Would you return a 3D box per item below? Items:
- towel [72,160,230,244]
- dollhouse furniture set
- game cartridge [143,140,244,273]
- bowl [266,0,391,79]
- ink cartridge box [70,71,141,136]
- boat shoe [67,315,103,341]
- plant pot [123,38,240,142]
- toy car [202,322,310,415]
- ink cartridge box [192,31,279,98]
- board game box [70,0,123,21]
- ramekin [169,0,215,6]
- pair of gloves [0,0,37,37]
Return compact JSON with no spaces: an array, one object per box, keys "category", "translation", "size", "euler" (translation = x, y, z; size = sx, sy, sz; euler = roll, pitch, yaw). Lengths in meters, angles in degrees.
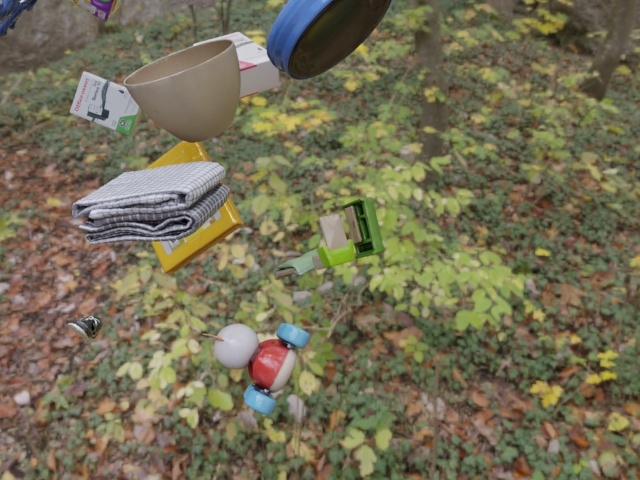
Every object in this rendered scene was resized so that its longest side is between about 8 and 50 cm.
[{"category":"towel","translation":[-0.364,-0.078,1.307],"size":[0.284,0.121,0.235],"euler":[-7,22,14]},{"category":"dollhouse furniture set","translation":[0.000,0.000,1.629],"size":[0.198,0.151,0.301],"euler":[-14,-2,-33]},{"category":"game cartridge","translation":[-0.412,-0.108,1.751],"size":[0.285,0.323,0.053],"euler":[-34,-15,14]},{"category":"bowl","translation":[0.034,-0.581,1.571],"size":[0.391,0.077,0.391],"euler":[-37,-8,-6]},{"category":"ink cartridge box","translation":[-0.720,-0.463,2.009],"size":[0.208,0.153,0.087],"euler":[20,7,-10]},{"category":"boat shoe","translation":[-0.734,0.267,1.859],"size":[0.084,0.079,0.233],"euler":[39,-16,-3]},{"category":"plant pot","translation":[-0.315,-0.359,1.477],"size":[0.284,0.191,0.284],"euler":[-15,30,9]},{"category":"toy car","translation":[-0.184,0.280,1.486],"size":[0.238,0.219,0.210],"euler":[29,-11,-4]},{"category":"ink cartridge box","translation":[-0.262,-0.542,1.823],"size":[0.172,0.100,0.237],"euler":[-26,48,-27]},{"category":"board game box","translation":[-0.545,-0.728,1.497],"size":[0.142,0.275,0.144],"euler":[28,48,-17]},{"category":"ramekin","translation":[-0.289,-0.605,1.254],"size":[0.109,0.207,0.207],"euler":[-8,14,-12]},{"category":"pair of gloves","translation":[-0.521,-0.371,0.976],"size":[0.159,0.023,0.198],"euler":[-28,30,31]}]
